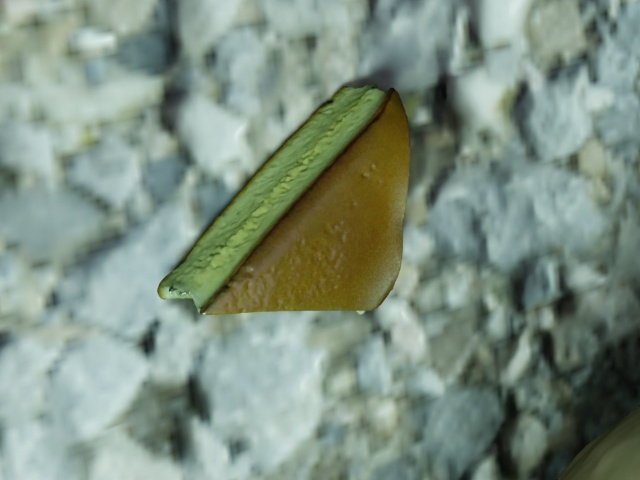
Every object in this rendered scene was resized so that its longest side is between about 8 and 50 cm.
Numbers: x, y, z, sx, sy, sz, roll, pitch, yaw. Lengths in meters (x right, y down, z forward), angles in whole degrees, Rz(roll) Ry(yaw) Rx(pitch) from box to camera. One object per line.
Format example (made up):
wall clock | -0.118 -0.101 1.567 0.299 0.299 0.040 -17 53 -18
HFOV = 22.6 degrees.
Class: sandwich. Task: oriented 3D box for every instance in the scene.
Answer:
sandwich | 0.000 0.000 0.406 0.083 0.031 0.044 -49 119 -24

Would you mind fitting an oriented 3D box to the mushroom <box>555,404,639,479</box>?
mushroom | 0.197 0.180 0.374 0.362 0.362 0.294 43 59 -35
